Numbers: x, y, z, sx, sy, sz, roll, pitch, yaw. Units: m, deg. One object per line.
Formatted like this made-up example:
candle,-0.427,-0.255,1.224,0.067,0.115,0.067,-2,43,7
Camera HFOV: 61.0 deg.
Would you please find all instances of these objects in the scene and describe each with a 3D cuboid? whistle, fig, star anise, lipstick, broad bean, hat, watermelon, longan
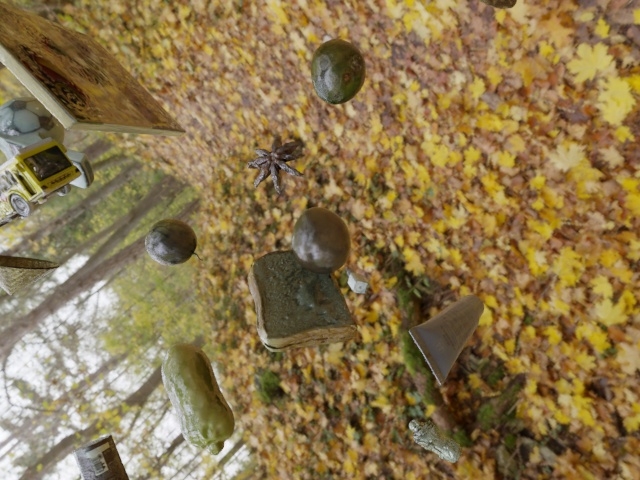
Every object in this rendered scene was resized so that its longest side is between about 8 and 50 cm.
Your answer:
whistle,-0.640,-0.241,1.253,0.290,0.163,0.163,18,164,0
fig,0.027,-0.336,1.055,0.117,0.117,0.177,55,-172,-28
star anise,-0.102,-0.171,1.189,0.141,0.141,0.042,39,177,26
lipstick,0.065,0.072,1.072,0.025,0.025,0.107,12,-164,-16
broad bean,-0.291,0.367,1.283,0.291,0.119,0.238,49,159,48
hat,-0.561,0.069,0.994,0.146,0.067,0.146,8,-178,0
watermelon,-0.315,0.010,1.191,0.133,0.105,0.105,29,171,-18
longan,0.000,0.000,1.501,0.167,0.168,0.187,86,174,-68

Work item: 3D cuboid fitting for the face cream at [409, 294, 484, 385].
face cream,0.321,0.216,1.331,0.086,0.385,0.135,-33,83,32

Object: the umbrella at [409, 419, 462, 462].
umbrella,0.285,0.500,1.361,0.143,0.067,0.062,34,-168,15

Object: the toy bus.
toy bus,-0.431,-0.064,0.759,0.226,0.081,0.074,-19,108,33

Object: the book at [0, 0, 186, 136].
book,-0.326,-0.231,0.745,0.228,0.018,0.322,46,-168,-2

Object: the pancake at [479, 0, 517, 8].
pancake,0.259,-0.450,0.859,0.020,0.190,0.184,-18,107,52

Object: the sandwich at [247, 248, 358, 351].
sandwich,-0.061,0.158,1.552,0.099,0.272,0.301,102,156,-52

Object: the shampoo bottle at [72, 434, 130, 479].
shampoo bottle,-0.290,0.386,0.774,0.207,0.057,0.063,67,165,3
